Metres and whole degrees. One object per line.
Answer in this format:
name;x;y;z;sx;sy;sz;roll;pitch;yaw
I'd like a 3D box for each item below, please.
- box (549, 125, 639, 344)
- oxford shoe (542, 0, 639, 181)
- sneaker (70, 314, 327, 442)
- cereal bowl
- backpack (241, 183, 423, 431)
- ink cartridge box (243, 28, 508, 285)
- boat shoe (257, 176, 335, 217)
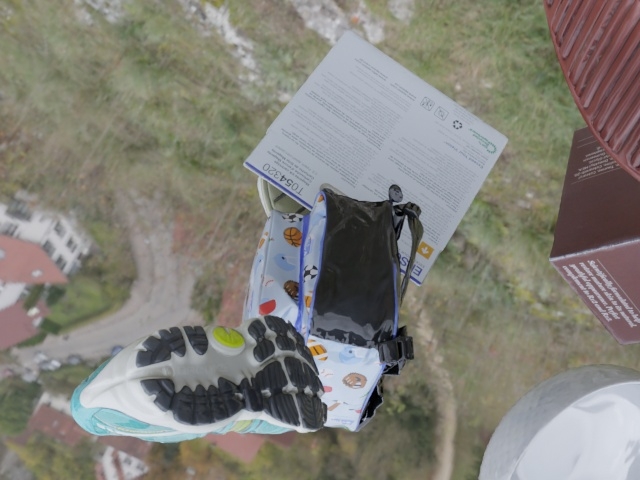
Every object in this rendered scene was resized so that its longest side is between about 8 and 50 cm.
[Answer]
box;0.374;-0.024;0.954;0.167;0.203;0.168;-16;130;42
oxford shoe;0.257;-0.087;0.537;0.348;0.130;0.123;62;168;15
sneaker;-0.091;0.125;0.756;0.110;0.107;0.275;-27;156;29
cereal bowl;0.368;0.325;1.261;0.339;0.339;0.141;38;179;-26
backpack;0.006;0.101;1.076;0.213;0.277;0.263;8;132;4
ink cartridge box;0.089;-0.130;1.383;0.324;0.330;0.071;35;153;0
boat shoe;0.000;0.000;1.391;0.302;0.113;0.103;54;169;-9
